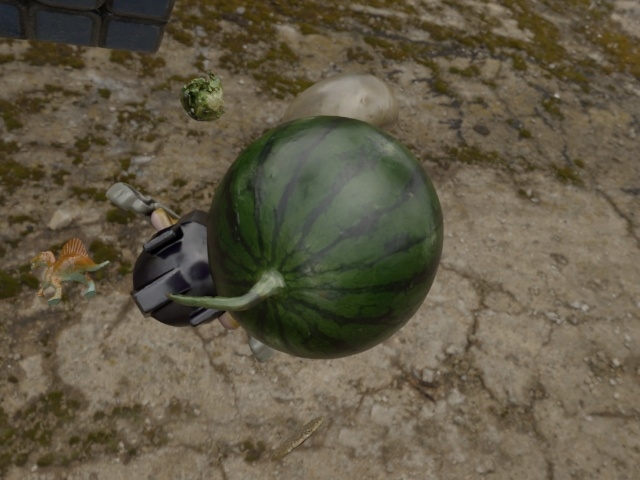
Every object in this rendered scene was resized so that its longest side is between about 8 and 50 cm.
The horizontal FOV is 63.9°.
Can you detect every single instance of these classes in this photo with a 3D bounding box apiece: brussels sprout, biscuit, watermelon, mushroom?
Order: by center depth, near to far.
[{"bbox_3d":[0.000,0.000,0.399,0.188,0.188,0.214,32,25,9],"label":"watermelon"},{"bbox_3d":[-0.185,-0.223,0.818,0.085,0.085,0.058,-14,37,-32],"label":"brussels sprout"},{"bbox_3d":[0.042,-0.171,0.853,0.204,0.204,0.204,12,44,-12],"label":"mushroom"},{"bbox_3d":[-0.040,0.348,0.904,0.120,0.120,0.015,-30,78,-40],"label":"biscuit"}]

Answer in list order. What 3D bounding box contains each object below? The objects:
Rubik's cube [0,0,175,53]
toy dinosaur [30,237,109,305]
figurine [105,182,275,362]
[{"bbox_3d":[-0.364,-0.480,0.711,0.305,0.301,0.304,-2,78,-29],"label":"Rubik's cube"},{"bbox_3d":[-0.466,0.047,0.970,0.057,0.212,0.142,41,24,-55],"label":"toy dinosaur"},{"bbox_3d":[-0.168,0.035,0.707,0.308,0.308,0.143,31,88,8],"label":"figurine"}]
